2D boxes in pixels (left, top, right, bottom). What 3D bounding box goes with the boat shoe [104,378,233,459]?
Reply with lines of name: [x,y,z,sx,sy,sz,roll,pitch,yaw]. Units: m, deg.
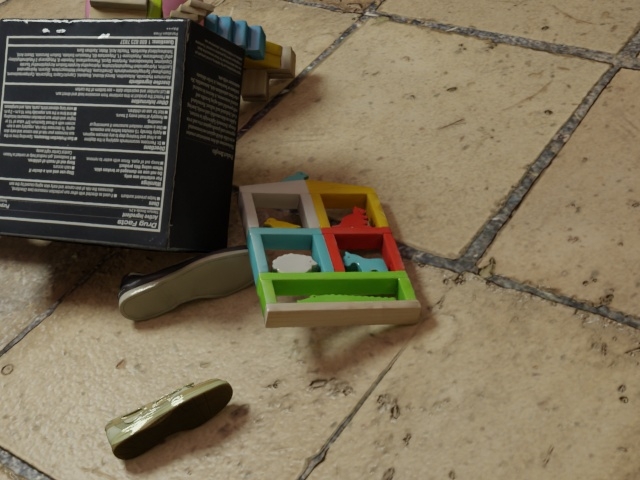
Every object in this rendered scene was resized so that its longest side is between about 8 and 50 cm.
boat shoe: [-0.176,0.197,1.170,0.153,0.056,0.048,-30,48,-6]

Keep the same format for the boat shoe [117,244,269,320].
boat shoe: [-0.170,0.040,1.327,0.206,0.075,0.065,-20,44,1]

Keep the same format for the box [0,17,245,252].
box: [-0.280,-0.137,1.373,0.297,0.183,0.293,5,88,21]

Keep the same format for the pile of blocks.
pile of blocks: [-0.188,-0.282,1.547,0.149,0.362,0.112,-18,67,58]

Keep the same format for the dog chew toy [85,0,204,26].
dog chew toy: [-0.307,-0.327,1.692,0.207,0.206,0.331,-5,50,11]

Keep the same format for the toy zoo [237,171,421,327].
toy zoo: [0.000,0.000,1.307,0.193,0.030,0.293,0,39,-14]
